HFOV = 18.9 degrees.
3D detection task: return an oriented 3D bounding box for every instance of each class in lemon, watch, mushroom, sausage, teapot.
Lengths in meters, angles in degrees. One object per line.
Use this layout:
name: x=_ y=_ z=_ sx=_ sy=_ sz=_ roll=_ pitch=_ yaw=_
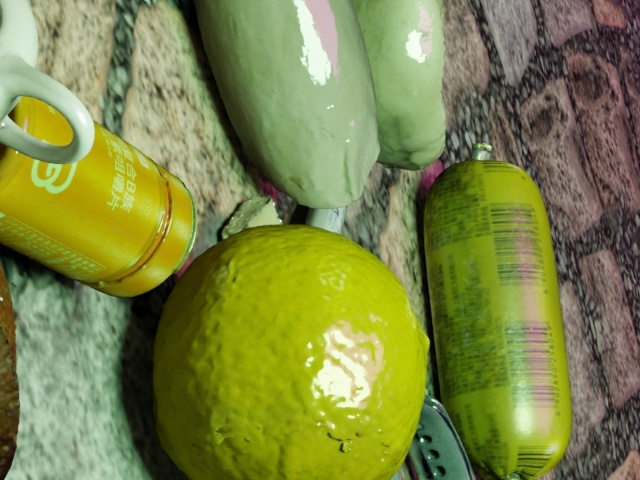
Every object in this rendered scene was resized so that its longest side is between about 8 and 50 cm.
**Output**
lemon: x=-0.021 y=0.089 z=1.323 sx=0.192 sy=0.192 sz=0.231 roll=53 pitch=33 yaw=-41
watch: x=0.087 y=0.243 z=1.628 sx=0.206 sy=0.068 sz=0.193 roll=63 pitch=29 yaw=-23
mushroom: x=-0.045 y=-0.189 z=1.494 sx=0.350 sy=0.128 sz=0.128 roll=64 pitch=27 yaw=-18
sausage: x=0.166 y=0.072 z=1.810 sx=0.123 sy=0.123 sz=0.347 roll=26 pitch=56 yaw=-60
teapot: x=-0.222 y=-0.108 z=1.063 sx=0.226 sy=0.092 sz=0.145 roll=32 pitch=49 yaw=2

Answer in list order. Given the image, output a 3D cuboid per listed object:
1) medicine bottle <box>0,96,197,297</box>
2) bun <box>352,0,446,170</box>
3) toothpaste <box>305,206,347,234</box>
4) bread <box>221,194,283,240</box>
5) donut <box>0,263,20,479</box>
medicine bottle: x=-0.166 y=-0.035 z=1.190 sx=0.192 sy=0.096 sz=0.096 roll=34 pitch=48 yaw=-55
bun: x=0.044 y=-0.164 z=1.656 sx=0.231 sy=0.133 sz=0.231 roll=-2 pitch=90 yaw=-88
toothpaste: x=0.000 y=0.000 z=1.562 sx=0.218 sy=0.033 sz=0.052 roll=-79 pitch=152 yaw=-62
bread: x=-0.035 y=0.046 z=1.510 sx=0.154 sy=0.028 sz=0.068 roll=69 pitch=25 yaw=-18
donut: x=-0.214 y=0.042 z=1.015 sx=0.186 sy=0.144 sz=0.126 roll=36 pitch=18 yaw=-19
